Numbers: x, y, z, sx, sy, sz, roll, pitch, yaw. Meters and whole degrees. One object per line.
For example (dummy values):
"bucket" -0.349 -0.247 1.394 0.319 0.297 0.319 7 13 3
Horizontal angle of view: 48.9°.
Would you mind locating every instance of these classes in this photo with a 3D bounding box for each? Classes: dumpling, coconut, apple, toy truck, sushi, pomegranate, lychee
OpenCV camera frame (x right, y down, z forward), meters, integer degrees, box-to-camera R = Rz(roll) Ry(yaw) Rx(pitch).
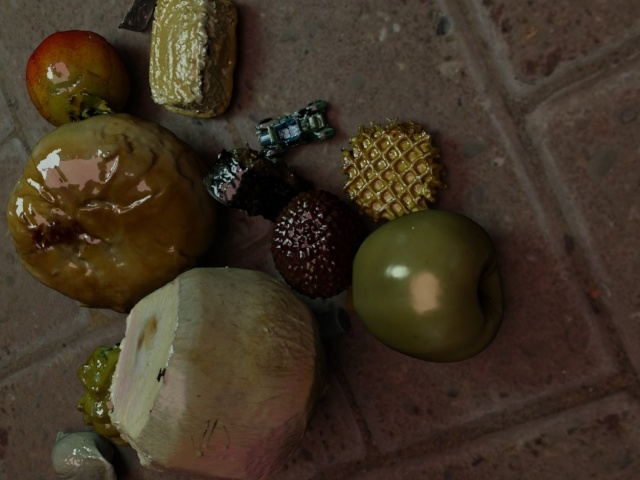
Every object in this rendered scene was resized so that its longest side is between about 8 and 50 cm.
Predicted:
"dumpling" -0.533 0.515 1.608 0.216 0.126 0.166 -9 108 20
"coconut" -0.155 0.235 1.265 0.405 0.405 0.404 3 97 23
"apple" 0.182 0.083 1.187 0.263 0.262 0.262 3 97 23
"toy truck" -0.056 -0.214 1.348 0.154 0.078 0.080 -16 91 23
"sushi" -0.119 -0.110 1.323 0.147 0.213 0.115 34 100 40
"pomegranate" -0.490 -0.318 1.444 0.210 0.210 0.235 -39 63 22
"lychee" 0.000 0.000 1.271 0.188 0.188 0.188 3 97 23

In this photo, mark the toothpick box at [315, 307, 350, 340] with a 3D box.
"toothpick box" 0.011 0.167 1.375 0.083 0.052 0.052 -23 87 24

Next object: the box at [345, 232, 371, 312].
"box" 0.097 0.066 1.345 0.087 0.023 0.155 8 99 19

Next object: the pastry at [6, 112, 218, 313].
"pastry" -0.398 -0.055 1.384 0.410 0.245 0.409 -1 113 -2

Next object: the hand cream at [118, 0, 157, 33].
"hand cream" -0.315 -0.526 1.426 0.257 0.084 0.050 -44 86 17

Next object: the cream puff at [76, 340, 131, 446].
"cream puff" -0.445 0.334 1.524 0.195 0.195 0.220 -14 86 23

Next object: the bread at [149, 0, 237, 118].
"bread" -0.254 -0.366 1.391 0.174 0.121 0.245 11 104 30

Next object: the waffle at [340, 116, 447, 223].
"waffle" 0.132 -0.125 1.286 0.193 0.070 0.197 -4 92 23
